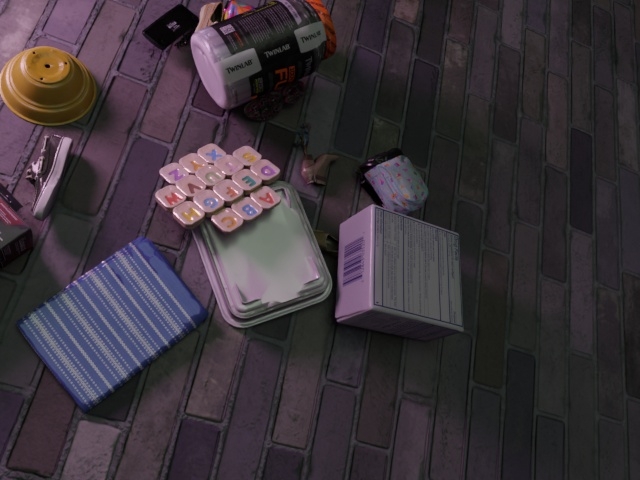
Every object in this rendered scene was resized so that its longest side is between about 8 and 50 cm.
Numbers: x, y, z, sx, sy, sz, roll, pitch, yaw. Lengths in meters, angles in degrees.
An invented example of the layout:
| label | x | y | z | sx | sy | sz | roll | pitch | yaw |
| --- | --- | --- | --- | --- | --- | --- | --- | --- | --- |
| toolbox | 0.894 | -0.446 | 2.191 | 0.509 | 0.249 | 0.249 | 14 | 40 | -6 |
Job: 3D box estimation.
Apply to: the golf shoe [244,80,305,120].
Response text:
| label | x | y | z | sx | sy | sz | roll | pitch | yaw |
| --- | --- | --- | --- | --- | --- | --- | --- | --- | --- |
| golf shoe | -0.135 | -0.386 | 1.685 | 0.186 | 0.068 | 0.086 | -33 | 46 | -21 |

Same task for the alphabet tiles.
| label | x | y | z | sx | sy | sz | roll | pitch | yaw |
| --- | --- | --- | --- | --- | --- | --- | --- | --- | --- |
| alphabet tiles | -0.242 | -0.134 | 1.485 | 0.284 | 0.021 | 0.278 | -34 | 59 | -29 |

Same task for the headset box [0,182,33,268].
| label | x | y | z | sx | sy | sz | roll | pitch | yaw |
| --- | --- | --- | --- | --- | --- | --- | --- | --- | --- |
| headset box | -0.749 | -0.014 | 1.247 | 0.218 | 0.110 | 0.293 | 45 | 60 | 1 |

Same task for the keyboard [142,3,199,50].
| label | x | y | z | sx | sy | sz | roll | pitch | yaw |
| --- | --- | --- | --- | --- | --- | --- | --- | --- | --- |
| keyboard | -0.391 | -0.556 | 1.659 | 0.100 | 0.038 | 0.192 | 38 | 49 | -8 |

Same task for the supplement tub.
| label | x | y | z | sx | sy | sz | roll | pitch | yaw |
| --- | --- | --- | --- | --- | --- | --- | --- | --- | --- |
| supplement tub | -0.142 | -0.491 | 1.595 | 0.338 | 0.207 | 0.207 | -28 | 81 | -15 |

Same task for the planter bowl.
| label | x | y | z | sx | sy | sz | roll | pitch | yaw |
| --- | --- | --- | --- | --- | --- | --- | --- | --- | --- |
| planter bowl | -0.640 | -0.386 | 1.458 | 0.217 | 0.090 | 0.217 | 8 | 66 | -19 |

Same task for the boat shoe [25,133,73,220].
| label | x | y | z | sx | sy | sz | roll | pitch | yaw |
| --- | --- | --- | --- | --- | --- | --- | --- | --- | --- |
| boat shoe | -0.613 | -0.142 | 1.380 | 0.070 | 0.078 | 0.219 | 14 | 56 | -17 |

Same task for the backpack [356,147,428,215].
| label | x | y | z | sx | sy | sz | roll | pitch | yaw |
| --- | --- | --- | --- | --- | --- | --- | --- | --- | --- |
| backpack | 0.205 | -0.154 | 1.686 | 0.152 | 0.115 | 0.182 | -26 | 83 | -31 |

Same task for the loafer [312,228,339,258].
| label | x | y | z | sx | sy | sz | roll | pitch | yaw |
| --- | --- | --- | --- | --- | --- | --- | --- | --- | --- |
| loafer | 0.000 | 0.000 | 1.576 | 0.148 | 0.050 | 0.056 | 18 | 63 | -14 |

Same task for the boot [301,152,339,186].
| label | x | y | z | sx | sy | sz | roll | pitch | yaw |
| --- | --- | --- | --- | --- | --- | --- | --- | --- | --- |
| boot | 0.002 | -0.188 | 1.665 | 0.118 | 0.042 | 0.087 | -5 | 77 | -22 |

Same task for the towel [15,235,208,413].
| label | x | y | z | sx | sy | sz | roll | pitch | yaw |
| --- | --- | --- | --- | --- | --- | --- | --- | --- | --- |
| towel | -0.440 | 0.169 | 1.344 | 0.336 | 0.040 | 0.243 | -38 | 88 | -28 |

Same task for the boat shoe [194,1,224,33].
| label | x | y | z | sx | sy | sz | roll | pitch | yaw |
| --- | --- | --- | --- | --- | --- | --- | --- | --- | --- |
| boat shoe | -0.293 | -0.565 | 1.668 | 0.068 | 0.072 | 0.190 | 25 | 59 | -52 |

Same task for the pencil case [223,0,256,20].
| label | x | y | z | sx | sy | sz | roll | pitch | yaw |
| --- | --- | --- | --- | --- | --- | --- | --- | --- | --- |
| pencil case | -0.160 | -0.597 | 1.734 | 0.236 | 0.104 | 0.105 | 13 | 65 | -17 |

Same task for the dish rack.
| label | x | y | z | sx | sy | sz | roll | pitch | yaw |
| --- | --- | --- | --- | --- | --- | --- | --- | --- | --- |
| dish rack | -0.137 | 0.016 | 1.481 | 0.285 | 0.072 | 0.333 | -17 | 76 | -19 |

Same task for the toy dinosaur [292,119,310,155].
| label | x | y | z | sx | sy | sz | roll | pitch | yaw |
| --- | --- | --- | --- | --- | --- | --- | --- | --- | --- |
| toy dinosaur | -0.045 | -0.283 | 1.695 | 0.082 | 0.047 | 0.090 | -53 | 127 | -39 |

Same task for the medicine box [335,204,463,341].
| label | x | y | z | sx | sy | sz | roll | pitch | yaw |
| --- | --- | --- | --- | --- | --- | --- | --- | --- | --- |
| medicine box | 0.198 | 0.089 | 1.535 | 0.289 | 0.149 | 0.264 | 17 | 63 | -28 |
